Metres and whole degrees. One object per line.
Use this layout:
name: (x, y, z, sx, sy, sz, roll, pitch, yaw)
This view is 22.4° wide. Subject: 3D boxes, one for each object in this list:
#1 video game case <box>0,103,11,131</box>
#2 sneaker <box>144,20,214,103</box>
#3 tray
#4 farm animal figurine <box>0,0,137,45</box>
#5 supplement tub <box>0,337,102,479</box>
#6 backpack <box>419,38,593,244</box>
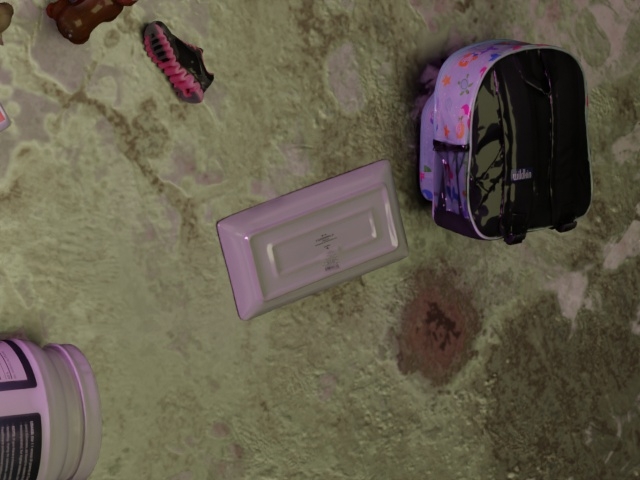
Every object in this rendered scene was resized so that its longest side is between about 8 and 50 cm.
video game case: (-0.503, -0.138, 1.735, 0.285, 0.025, 0.204, -34, 114, -16)
sneaker: (-0.173, -0.230, 2.014, 0.057, 0.047, 0.119, -50, 123, -29)
tray: (0.000, 0.000, 2.155, 0.270, 0.030, 0.145, -21, 109, -25)
farm animal figurine: (-0.324, -0.374, 1.823, 0.327, 0.172, 0.330, -13, 105, -27)
supplement tub: (-0.410, 0.212, 1.863, 0.272, 0.191, 0.191, -3, 100, -32)
backpack: (0.249, -0.145, 2.175, 0.225, 0.191, 0.253, -12, 111, -30)
